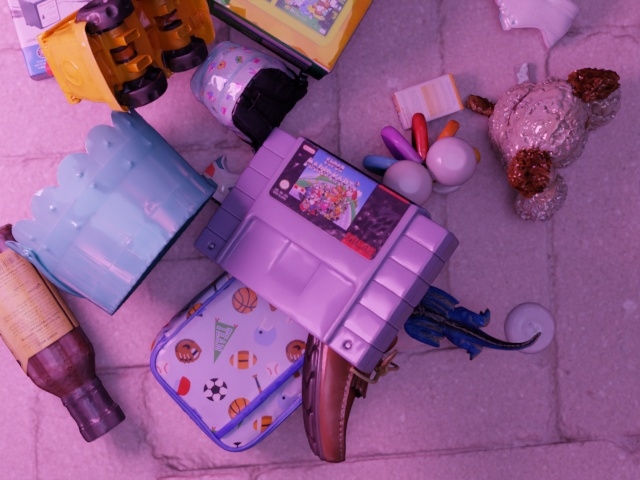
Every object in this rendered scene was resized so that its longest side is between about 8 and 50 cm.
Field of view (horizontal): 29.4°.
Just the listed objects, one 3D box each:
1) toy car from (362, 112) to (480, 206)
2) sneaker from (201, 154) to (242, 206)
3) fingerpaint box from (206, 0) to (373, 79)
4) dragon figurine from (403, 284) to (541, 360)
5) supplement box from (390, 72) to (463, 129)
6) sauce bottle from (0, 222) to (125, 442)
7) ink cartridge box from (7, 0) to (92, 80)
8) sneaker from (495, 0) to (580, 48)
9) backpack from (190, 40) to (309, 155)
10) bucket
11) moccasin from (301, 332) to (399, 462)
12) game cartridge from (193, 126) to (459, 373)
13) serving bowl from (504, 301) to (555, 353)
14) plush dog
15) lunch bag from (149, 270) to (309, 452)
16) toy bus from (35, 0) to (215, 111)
[{"bbox_3d":[0.145,-0.122,1.861,0.182,0.159,0.136,-28,87,-4],"label":"toy car"},{"bbox_3d":[-0.112,-0.068,1.873,0.161,0.057,0.075,37,86,10],"label":"sneaker"},{"bbox_3d":[-0.087,-0.515,1.821,0.445,0.163,0.371,30,89,-7],"label":"fingerpaint box"},{"bbox_3d":[0.182,0.119,1.850,0.144,0.289,0.085,22,91,-44],"label":"dragon figurine"},{"bbox_3d":[0.167,-0.218,1.920,0.099,0.036,0.062,-19,94,-6],"label":"supplement box"},{"bbox_3d":[-0.414,0.144,1.827,0.111,0.111,0.344,-32,93,-5],"label":"sauce bottle"},{"bbox_3d":[-0.394,-0.351,1.833,0.140,0.082,0.190,-17,95,-6],"label":"ink cartridge box"},{"bbox_3d":[0.299,-0.379,1.916,0.212,0.080,0.094,30,100,-7],"label":"sneaker"},{"bbox_3d":[-0.111,-0.219,1.812,0.115,0.182,0.152,30,93,18],"label":"backpack"},{"bbox_3d":[-0.296,-0.038,1.760,0.183,0.281,0.281,40,87,-3],"label":"bucket"},{"bbox_3d":[0.058,0.134,1.771,0.147,0.139,0.379,12,73,-5],"label":"moccasin"},{"bbox_3d":[0.000,0.000,1.717,0.355,0.068,0.230,33,93,35],"label":"game cartridge"},{"bbox_3d":[0.338,0.141,1.953,0.083,0.027,0.083,0,91,-6],"label":"serving bowl"},{"bbox_3d":[0.336,-0.175,1.845,0.211,0.225,0.262,31,88,-6],"label":"plush dog"},{"bbox_3d":[-0.092,0.161,1.866,0.303,0.115,0.243,-41,97,-3],"label":"lunch bag"},{"bbox_3d":[-0.291,-0.285,1.727,0.220,0.211,0.149,-45,123,-36],"label":"toy bus"}]
